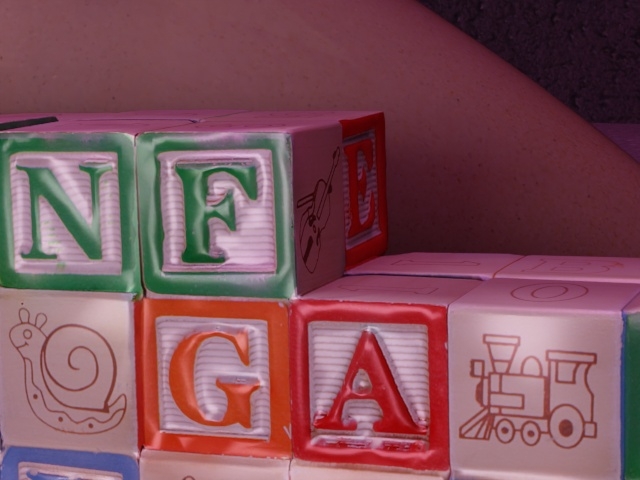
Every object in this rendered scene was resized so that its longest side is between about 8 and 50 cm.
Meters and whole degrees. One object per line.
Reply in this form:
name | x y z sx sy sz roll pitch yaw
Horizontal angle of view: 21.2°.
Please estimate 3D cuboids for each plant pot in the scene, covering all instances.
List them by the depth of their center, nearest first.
plant pot | 0.000 0.000 0.690 0.274 0.256 0.256 19 8 0

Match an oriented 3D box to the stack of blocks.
stack of blocks | -0.013 0.050 0.481 0.297 0.171 0.087 2 8 20
